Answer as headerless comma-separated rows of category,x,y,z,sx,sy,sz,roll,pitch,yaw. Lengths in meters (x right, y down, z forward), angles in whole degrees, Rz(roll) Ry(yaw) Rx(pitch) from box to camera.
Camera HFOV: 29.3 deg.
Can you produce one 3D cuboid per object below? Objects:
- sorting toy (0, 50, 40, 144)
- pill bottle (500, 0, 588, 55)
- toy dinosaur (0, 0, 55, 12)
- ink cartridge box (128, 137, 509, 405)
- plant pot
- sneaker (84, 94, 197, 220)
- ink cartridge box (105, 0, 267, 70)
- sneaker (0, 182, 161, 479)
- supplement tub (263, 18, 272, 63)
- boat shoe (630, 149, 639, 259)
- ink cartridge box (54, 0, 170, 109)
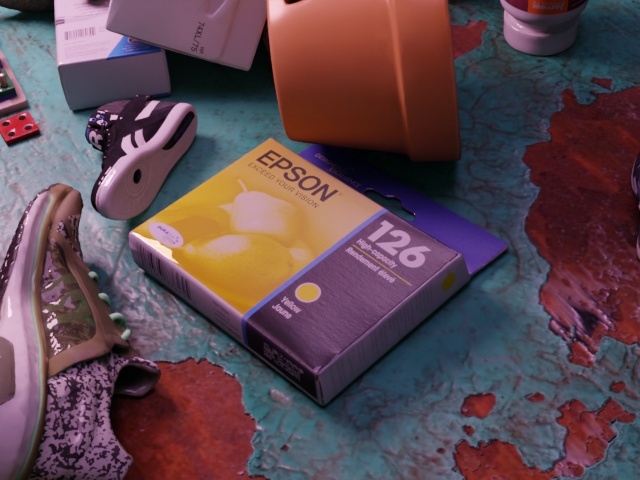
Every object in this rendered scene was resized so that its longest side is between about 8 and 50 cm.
sorting toy,-0.472,-0.205,1.628,0.132,0.046,0.274,-21,48,-16
pill bottle,0.294,-0.359,1.593,0.121,0.221,0.121,-2,45,2
toy dinosaur,-0.380,-0.381,1.737,0.313,0.160,0.121,-40,67,1
ink cartridge box,0.000,0.000,1.371,0.304,0.072,0.307,33,58,32
plant pot,0.051,-0.226,1.444,0.204,0.290,0.290,-7,45,4
sneaker,-0.249,-0.102,1.493,0.121,0.079,0.217,12,39,20
ink cartridge box,-0.148,-0.393,1.606,0.197,0.198,0.270,15,38,-9
sneaker,-0.258,0.109,1.271,0.182,0.158,0.410,20,39,-20
supplement tub,-0.021,-0.301,1.645,0.106,0.106,0.197,2,46,6
boat shoe,0.395,-0.060,1.397,0.075,0.065,0.206,6,46,11
ink cartridge box,-0.283,-0.272,1.654,0.140,0.082,0.190,-9,43,-5
